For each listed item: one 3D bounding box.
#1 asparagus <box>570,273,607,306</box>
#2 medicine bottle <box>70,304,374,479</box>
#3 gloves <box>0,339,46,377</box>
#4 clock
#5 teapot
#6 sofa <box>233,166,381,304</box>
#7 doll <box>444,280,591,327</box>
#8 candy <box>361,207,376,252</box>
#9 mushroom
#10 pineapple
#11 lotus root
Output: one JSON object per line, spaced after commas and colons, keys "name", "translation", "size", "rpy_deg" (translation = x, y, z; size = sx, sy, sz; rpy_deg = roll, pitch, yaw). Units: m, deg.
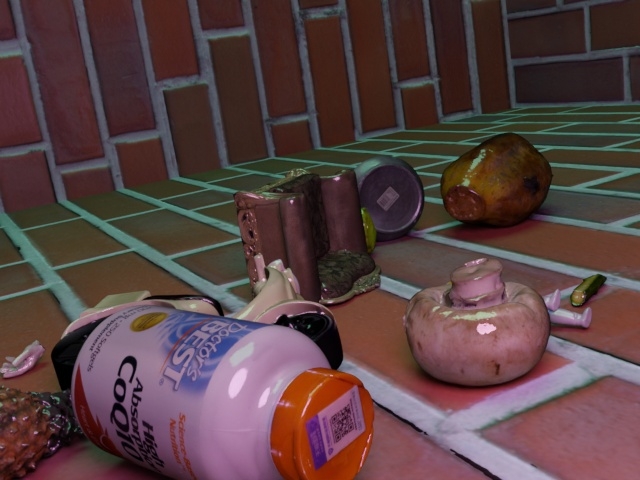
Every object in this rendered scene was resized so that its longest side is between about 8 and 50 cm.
{"name": "asparagus", "translation": [0.372, 0.065, 1.070], "size": [0.025, 0.021, 0.108], "rpy_deg": [1, 16, 39]}
{"name": "medicine bottle", "translation": [-0.092, 0.149, 0.715], "size": [0.288, 0.157, 0.157], "rpy_deg": [3, 17, 42]}
{"name": "gloves", "translation": [-0.423, 0.168, 1.114], "size": [0.081, 0.037, 0.044], "rpy_deg": [-33, -13, -27]}
{"name": "clock", "translation": [-0.149, 0.117, 0.997], "size": [0.378, 0.120, 0.276], "rpy_deg": [-7, 18, 10]}
{"name": "teapot", "translation": [0.094, -0.078, 1.617], "size": [0.203, 0.171, 0.225], "rpy_deg": [-43, 13, -9]}
{"name": "sofa", "translation": [-0.003, -0.014, 1.274], "size": [0.182, 0.200, 0.258], "rpy_deg": [-5, 12, 26]}
{"name": "doll", "translation": [0.226, 0.076, 1.007], "size": [0.114, 0.057, 0.227], "rpy_deg": [18, -12, -40]}
{"name": "candy", "translation": [0.000, 0.000, 1.453], "size": [0.209, 0.097, 0.097], "rpy_deg": [-14, 12, 9]}
{"name": "mushroom", "translation": [0.172, 0.090, 0.864], "size": [0.166, 0.127, 0.166], "rpy_deg": [-12, 8, 2]}
{"name": "pineapple", "translation": [-0.311, 0.197, 0.820], "size": [0.108, 0.108, 0.197], "rpy_deg": [-1, 3, 31]}
{"name": "lotus root", "translation": [0.352, -0.108, 1.542], "size": [0.193, 0.193, 0.291], "rpy_deg": [1, 14, 37]}
